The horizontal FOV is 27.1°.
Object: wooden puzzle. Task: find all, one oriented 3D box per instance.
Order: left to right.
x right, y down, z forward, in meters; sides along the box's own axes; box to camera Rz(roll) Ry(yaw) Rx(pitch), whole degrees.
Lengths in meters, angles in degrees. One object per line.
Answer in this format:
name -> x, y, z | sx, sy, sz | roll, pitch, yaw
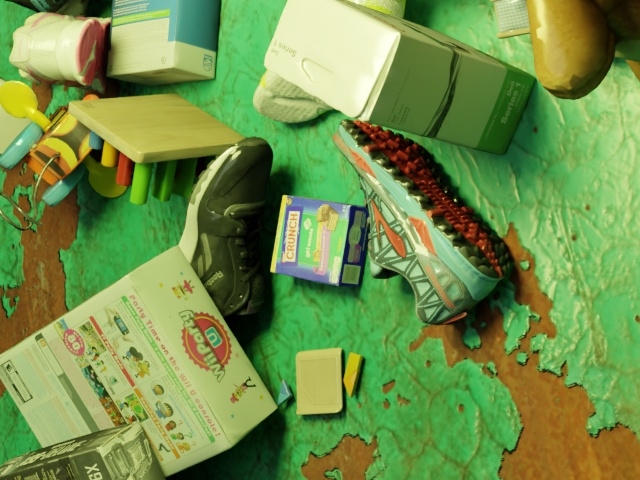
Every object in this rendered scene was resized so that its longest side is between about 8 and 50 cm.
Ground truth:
wooden puzzle -> 0.001, 0.158, 1.481 | 0.116, 0.014, 0.079 | -1, 79, 42

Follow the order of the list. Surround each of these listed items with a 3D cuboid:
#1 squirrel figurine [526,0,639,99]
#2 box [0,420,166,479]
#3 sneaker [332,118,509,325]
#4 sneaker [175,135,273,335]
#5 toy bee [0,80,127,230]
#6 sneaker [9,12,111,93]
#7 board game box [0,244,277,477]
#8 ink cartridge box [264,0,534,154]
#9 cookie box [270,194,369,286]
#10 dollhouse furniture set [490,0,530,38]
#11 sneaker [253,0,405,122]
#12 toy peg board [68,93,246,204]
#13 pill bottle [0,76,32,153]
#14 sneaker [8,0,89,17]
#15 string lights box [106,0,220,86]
squirrel figurine -> 0.372, -0.306, 1.041 | 0.370, 0.281, 0.397 | -12, 78, 34
box -> -0.250, 0.383, 1.555 | 0.242, 0.076, 0.308 | -22, 94, 38
sneaker -> 0.075, -0.019, 1.378 | 0.125, 0.104, 0.262 | -54, 53, 26
sneaker -> -0.097, 0.019, 1.543 | 0.124, 0.107, 0.283 | 38, 119, 24
toy bee -> -0.319, -0.118, 1.704 | 0.162, 0.195, 0.298 | -44, 38, 8
sneaker -> -0.331, -0.248, 1.703 | 0.111, 0.252, 0.103 | 8, 92, 0
board game box -> -0.226, 0.170, 1.561 | 0.303, 0.097, 0.224 | -29, 93, 42
ink cartridge box -> 0.079, -0.167, 1.314 | 0.160, 0.219, 0.093 | 33, 107, 40
cookie box -> 0.000, 0.000, 1.484 | 0.107, 0.040, 0.092 | 10, 91, 44
dollhouse furniture set -> 0.093, -0.302, 1.250 | 0.303, 0.198, 0.287 | -3, 104, 34
sneaker -> 0.013, -0.232, 1.493 | 0.240, 0.091, 0.126 | -36, 37, 40
toy peg board -> -0.202, -0.109, 1.614 | 0.160, 0.161, 0.079 | 34, 121, 40
pill bottle -> -0.500, -0.197, 1.925 | 0.193, 0.108, 0.108 | 33, 106, 40
sneaker -> -0.337, -0.373, 1.702 | 0.341, 0.139, 0.125 | 145, 131, -60
string lights box -> -0.194, -0.334, 1.685 | 0.133, 0.076, 0.260 | 1, 84, 43
